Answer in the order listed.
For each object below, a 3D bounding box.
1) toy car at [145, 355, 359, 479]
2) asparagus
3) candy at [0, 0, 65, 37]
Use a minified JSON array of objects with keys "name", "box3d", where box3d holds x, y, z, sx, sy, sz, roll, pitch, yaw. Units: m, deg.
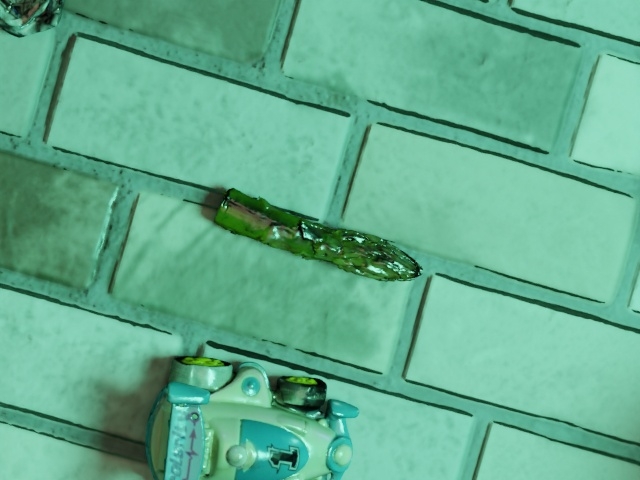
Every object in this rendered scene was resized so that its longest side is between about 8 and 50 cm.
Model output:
[{"name":"toy car","box3d":[-0.051,0.159,1.451,0.161,0.098,0.126,8,95,-4]},{"name":"asparagus","box3d":[0.000,0.000,1.479,0.165,0.030,0.036,17,65,-5]},{"name":"candy","box3d":[-0.160,-0.227,1.439,0.226,0.051,0.094,-26,93,-3]}]
